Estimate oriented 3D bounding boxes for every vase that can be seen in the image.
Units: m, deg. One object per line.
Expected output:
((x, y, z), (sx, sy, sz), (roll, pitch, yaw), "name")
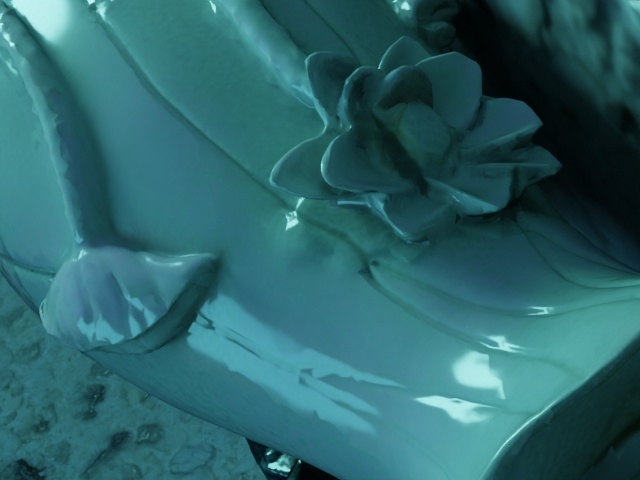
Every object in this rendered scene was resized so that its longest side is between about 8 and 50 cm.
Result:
((0.000, 0.000, 0.502), (0.445, 0.250, 0.250), (38, 162, 45), "vase")

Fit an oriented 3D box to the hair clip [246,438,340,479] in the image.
((0.050, 0.117, 0.768), (0.310, 0.206, 0.194), (61, 171, -31), "hair clip")
